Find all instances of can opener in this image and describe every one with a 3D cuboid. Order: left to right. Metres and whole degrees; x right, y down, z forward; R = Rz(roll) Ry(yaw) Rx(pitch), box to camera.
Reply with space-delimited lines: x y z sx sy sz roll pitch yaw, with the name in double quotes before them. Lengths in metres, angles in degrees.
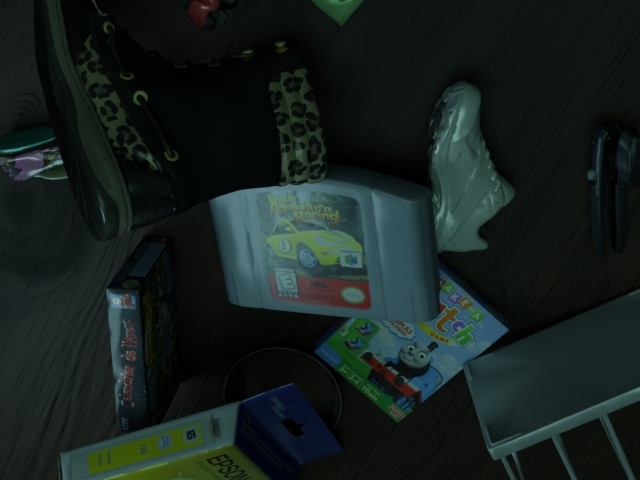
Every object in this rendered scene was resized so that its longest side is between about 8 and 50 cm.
"can opener" 0.353 -0.059 1.271 0.059 0.073 0.186 -1 124 0

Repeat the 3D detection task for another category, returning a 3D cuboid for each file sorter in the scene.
"file sorter" 0.351 0.212 1.304 0.277 0.193 0.173 -25 114 9

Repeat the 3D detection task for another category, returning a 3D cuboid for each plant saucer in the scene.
"plant saucer" -0.052 0.218 1.468 0.168 0.029 0.168 3 115 6

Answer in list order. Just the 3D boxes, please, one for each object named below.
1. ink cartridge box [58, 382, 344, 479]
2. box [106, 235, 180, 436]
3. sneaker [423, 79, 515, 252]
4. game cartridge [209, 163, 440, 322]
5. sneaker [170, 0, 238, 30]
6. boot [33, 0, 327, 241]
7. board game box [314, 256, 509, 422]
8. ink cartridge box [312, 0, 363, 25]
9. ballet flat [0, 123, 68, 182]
"ink cartridge box" -0.139 0.304 1.384 0.307 0.072 0.304 -15 150 7
"box" -0.230 0.132 1.381 0.044 0.159 0.233 4 115 7
"sneaker" 0.183 -0.086 1.274 0.115 0.090 0.232 4 124 -1
"game cartridge" 0.000 0.000 1.306 0.294 0.060 0.196 3 115 24
"sneaker" -0.113 -0.364 1.102 0.135 0.098 0.276 26 120 -6
"boot" -0.172 -0.191 1.216 0.284 0.377 0.138 -11 153 -20
"board game box" 0.120 0.127 1.396 0.160 0.039 0.211 41 112 -11
"ink cartridge box" -0.018 -0.357 1.181 0.209 0.062 0.109 40 115 -10
"ballet flat" -0.312 -0.122 1.332 0.221 0.077 0.079 -14 130 19
